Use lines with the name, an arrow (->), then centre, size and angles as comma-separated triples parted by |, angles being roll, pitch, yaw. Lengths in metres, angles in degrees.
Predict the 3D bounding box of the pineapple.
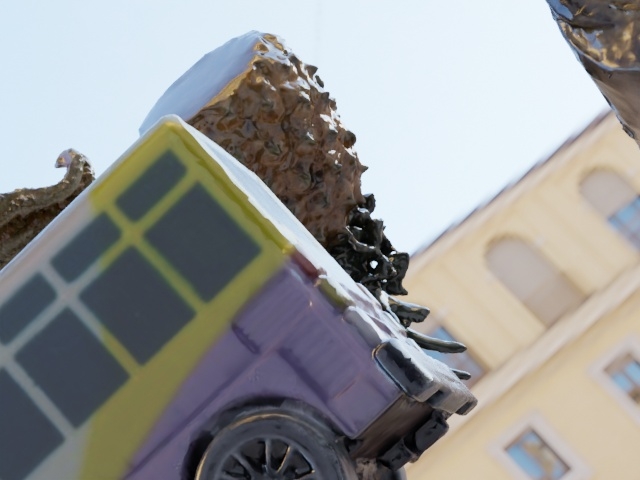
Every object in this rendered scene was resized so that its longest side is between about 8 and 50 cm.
pineapple -> 0.000, 0.000, 1.501 | 0.169, 0.340, 0.169 | -34, 18, 12

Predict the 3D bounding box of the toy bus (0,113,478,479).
toy bus -> -0.151, 0.159, 1.003 | 0.440, 0.249, 0.209 | -44, -13, 3

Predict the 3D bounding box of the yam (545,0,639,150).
yam -> 0.194, -0.064, 0.803 | 0.131, 0.131, 0.279 | -45, -37, 4

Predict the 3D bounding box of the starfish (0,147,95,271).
starfish -> -0.302, 0.041, 1.537 | 0.312, 0.113, 0.303 | -63, -34, -20
